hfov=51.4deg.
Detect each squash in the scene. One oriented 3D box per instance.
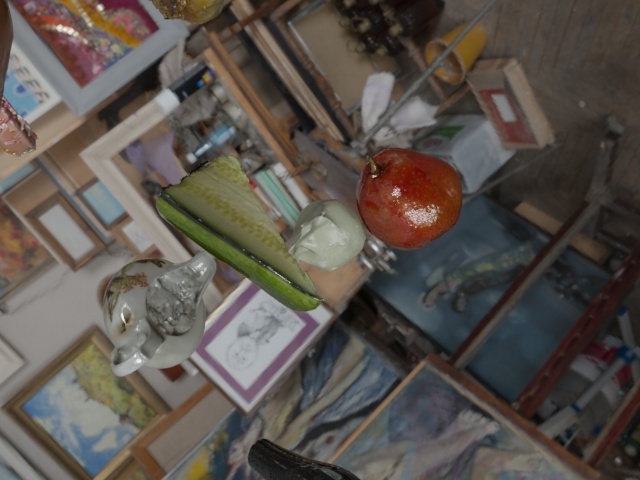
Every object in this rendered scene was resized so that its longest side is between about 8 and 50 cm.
[{"bbox_3d":[-0.086,0.000,0.915,0.252,0.169,0.093,34,125,5],"label":"squash"}]

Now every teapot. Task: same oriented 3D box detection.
[{"bbox_3d":[-0.292,0.134,1.197,0.139,0.298,0.204,-22,121,32],"label":"teapot"}]

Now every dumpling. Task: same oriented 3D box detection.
[{"bbox_3d":[0.000,0.000,1.442,0.147,0.193,0.258,56,-156,14],"label":"dumpling"}]

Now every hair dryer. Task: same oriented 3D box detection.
[{"bbox_3d":[-0.079,0.341,0.808,0.235,0.271,0.091,17,113,44],"label":"hair dryer"}]

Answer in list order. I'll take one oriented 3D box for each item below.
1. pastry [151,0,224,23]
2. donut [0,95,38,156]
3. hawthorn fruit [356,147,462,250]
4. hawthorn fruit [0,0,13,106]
[{"bbox_3d":[-0.325,-0.636,1.487,0.285,0.184,0.316,55,147,20],"label":"pastry"},{"bbox_3d":[-0.544,-0.215,1.109,0.166,0.065,0.117,52,166,-9],"label":"donut"},{"bbox_3d":[0.149,-0.092,1.244,0.225,0.197,0.196,39,170,-35],"label":"hawthorn fruit"},{"bbox_3d":[-0.364,-0.107,0.250,0.471,0.471,0.472,42,162,18],"label":"hawthorn fruit"}]
